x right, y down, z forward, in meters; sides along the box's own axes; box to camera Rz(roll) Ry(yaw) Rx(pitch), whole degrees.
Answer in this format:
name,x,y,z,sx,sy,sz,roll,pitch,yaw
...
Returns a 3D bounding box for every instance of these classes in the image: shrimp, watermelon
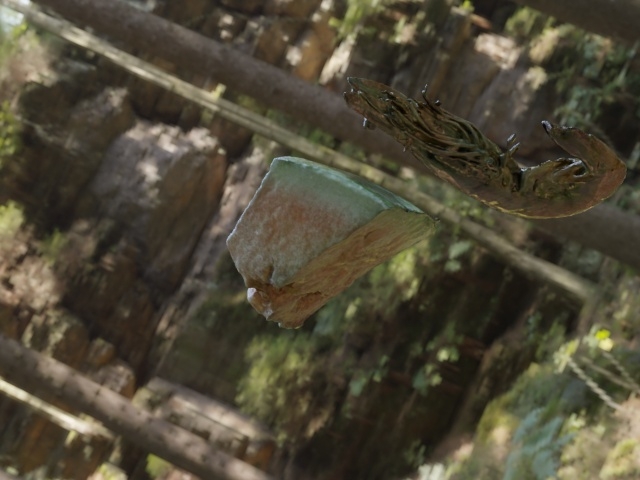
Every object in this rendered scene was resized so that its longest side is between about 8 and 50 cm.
name,x,y,z,sx,sy,sz,roll,pitch,yaw
shrimp,0.166,-0.094,0.996,0.169,0.296,0.058,-25,47,49
watermelon,-0.002,-0.016,1.496,0.302,0.151,0.264,-34,-19,14
